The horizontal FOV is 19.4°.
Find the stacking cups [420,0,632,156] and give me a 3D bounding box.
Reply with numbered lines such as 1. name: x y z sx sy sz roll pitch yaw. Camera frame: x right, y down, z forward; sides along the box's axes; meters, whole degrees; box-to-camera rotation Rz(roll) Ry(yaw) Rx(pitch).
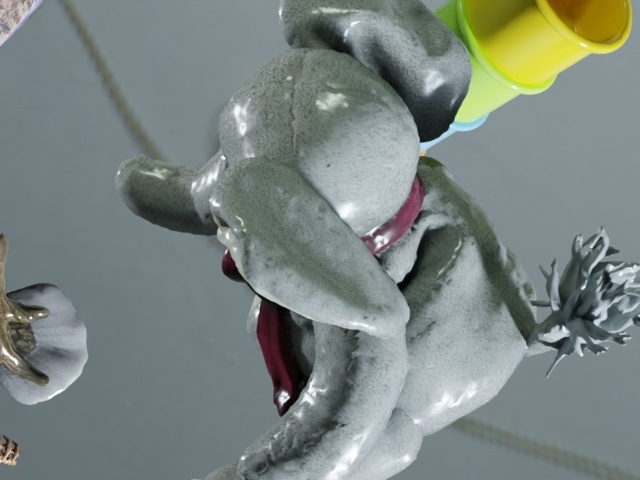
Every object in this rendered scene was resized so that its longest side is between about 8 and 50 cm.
1. stacking cups: 0.070 -0.098 1.272 0.316 0.096 0.096 -35 82 45

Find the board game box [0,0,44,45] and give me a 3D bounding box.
1. board game box: -0.241 -0.305 1.385 0.232 0.291 0.141 42 116 -8

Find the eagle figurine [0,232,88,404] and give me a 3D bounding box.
1. eagle figurine: -0.366 0.049 1.572 0.298 0.226 0.225 5 118 43

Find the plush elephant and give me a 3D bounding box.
1. plush elephant: 0.000 0.000 1.112 0.330 0.272 0.255 -23 116 34

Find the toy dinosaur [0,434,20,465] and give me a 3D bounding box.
1. toy dinosaur: -0.419 0.112 1.741 0.164 0.218 0.322 -16 127 14
